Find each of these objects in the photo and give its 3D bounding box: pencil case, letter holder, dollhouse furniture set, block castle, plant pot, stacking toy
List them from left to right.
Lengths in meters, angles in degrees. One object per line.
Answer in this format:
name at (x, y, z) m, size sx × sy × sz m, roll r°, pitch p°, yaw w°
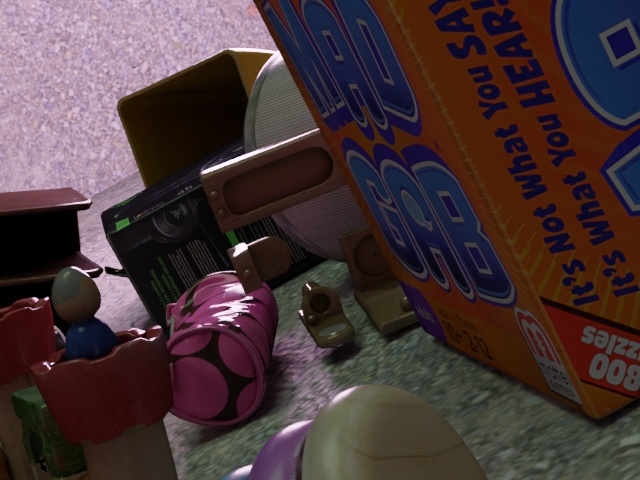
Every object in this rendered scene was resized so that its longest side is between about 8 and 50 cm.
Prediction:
block castle at (-0.287, 0.135, 1.237) m, size 0.303 × 0.213 × 0.453 m, roll -16°, pitch 7°, yaw -18°
letter holder at (-0.376, 0.041, 1.819) m, size 0.302 × 0.152 × 0.214 m, roll -5°, pitch 9°, yaw -18°
stacking toy at (-0.073, 0.194, 0.851) m, size 0.330 × 0.141 × 0.141 m, roll -29°, pitch 9°, yaw 26°
pencil case at (-0.087, 0.087, 1.461) m, size 0.098 × 0.095 × 0.209 m, roll 10°, pitch 10°, yaw -1°
plant pot at (-0.085, -0.119, 2.184) m, size 0.212 × 0.212 × 0.187 m, roll -19°, pitch 1°, yaw 41°
dollhouse furniture set at (0.000, 0.000, 1.423) m, size 0.144 × 0.151 × 0.123 m, roll -22°, pitch 14°, yaw -4°

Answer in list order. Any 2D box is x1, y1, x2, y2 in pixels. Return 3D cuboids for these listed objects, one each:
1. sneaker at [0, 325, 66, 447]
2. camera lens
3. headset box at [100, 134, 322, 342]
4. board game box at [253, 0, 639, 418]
sneaker at (-0.394, 0.202, 1.666) m, size 0.385 × 0.145 × 0.147 m, roll -26°, pitch -11°, yaw -1°
camera lens at (0.081, -0.102, 1.583) m, size 0.219 × 0.219 × 0.274 m, roll -36°, pitch 13°, yaw -36°
headset box at (-0.097, -0.021, 1.894) m, size 0.283 × 0.131 × 0.246 m, roll -29°, pitch 10°, yaw -3°
board game box at (0.188, -0.151, 1.158) m, size 0.356 × 0.356 × 0.356 m, roll -29°, pitch 11°, yaw -8°
